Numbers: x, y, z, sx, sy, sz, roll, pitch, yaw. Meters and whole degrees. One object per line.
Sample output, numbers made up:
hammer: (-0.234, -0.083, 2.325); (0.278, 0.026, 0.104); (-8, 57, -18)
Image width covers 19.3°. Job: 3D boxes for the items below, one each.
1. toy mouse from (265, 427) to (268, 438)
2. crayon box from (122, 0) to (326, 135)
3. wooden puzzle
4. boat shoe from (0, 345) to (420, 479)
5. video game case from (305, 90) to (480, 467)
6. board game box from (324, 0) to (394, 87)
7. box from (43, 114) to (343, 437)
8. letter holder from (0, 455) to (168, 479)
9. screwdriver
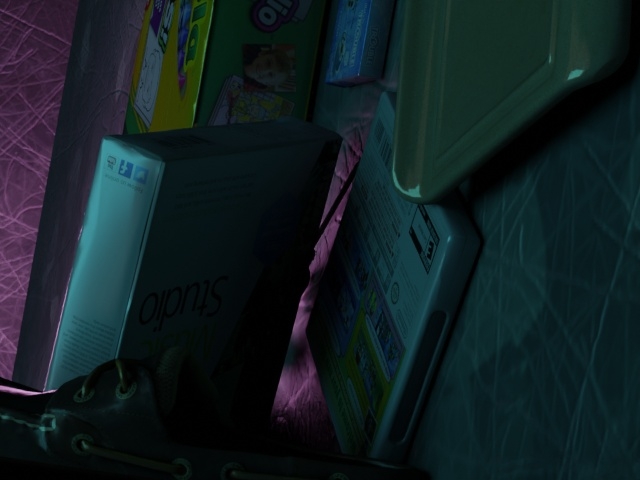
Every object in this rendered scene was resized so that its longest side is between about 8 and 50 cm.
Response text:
toy mouse: (-0.056, 0.119, 1.487); (0.161, 0.031, 0.143); (-95, 21, -44)
crayon box: (-0.078, -0.230, 1.655); (0.313, 0.106, 0.362); (171, 109, -74)
wooden puzzle: (0.112, -0.151, 1.049); (0.239, 0.044, 0.221); (146, 133, -63)
boat shoe: (-0.102, 0.120, 1.142); (0.123, 0.342, 0.123); (-3, -68, -72)
video game case: (0.041, 0.033, 1.208); (0.212, 0.023, 0.193); (-110, 33, -60)
board game box: (0.030, -0.160, 1.380); (0.090, 0.020, 0.090); (180, 100, -73)
box: (-0.099, 0.077, 1.317); (0.232, 0.058, 0.322); (-13, -57, -58)
letter holder: (-0.057, 0.207, 0.912); (0.214, 0.302, 0.152); (143, 135, -69)
screwdriver: (0.000, 0.000, 1.405); (0.170, 0.025, 0.024); (-55, 27, 39)
